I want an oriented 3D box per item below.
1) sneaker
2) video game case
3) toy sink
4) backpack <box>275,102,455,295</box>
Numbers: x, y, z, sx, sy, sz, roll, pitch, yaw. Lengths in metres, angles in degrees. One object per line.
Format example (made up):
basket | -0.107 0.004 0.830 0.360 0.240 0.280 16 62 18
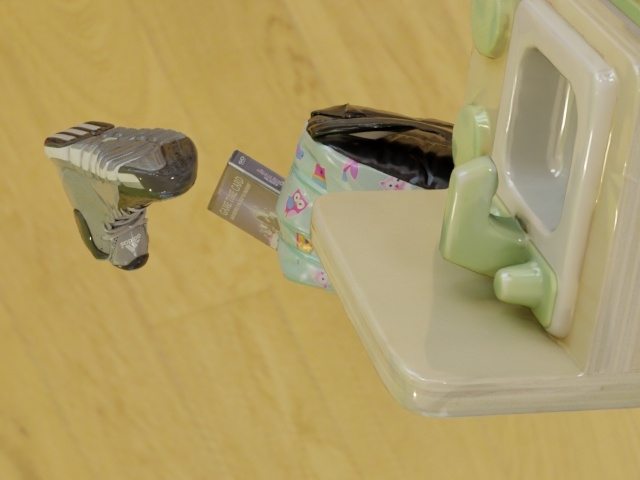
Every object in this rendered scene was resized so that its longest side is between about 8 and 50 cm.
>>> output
sneaker | -0.165 -0.031 1.529 0.229 0.086 0.132 19 127 56
video game case | 0.000 0.000 1.973 0.274 0.196 0.026 32 72 -2
toy sink | 0.128 -0.033 0.640 0.234 0.153 0.131 -1 118 -15
backpack | 0.065 -0.012 0.983 0.182 0.152 0.115 18 101 7
